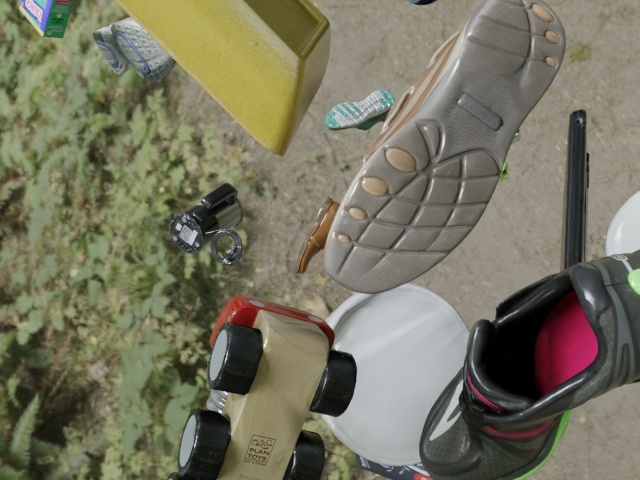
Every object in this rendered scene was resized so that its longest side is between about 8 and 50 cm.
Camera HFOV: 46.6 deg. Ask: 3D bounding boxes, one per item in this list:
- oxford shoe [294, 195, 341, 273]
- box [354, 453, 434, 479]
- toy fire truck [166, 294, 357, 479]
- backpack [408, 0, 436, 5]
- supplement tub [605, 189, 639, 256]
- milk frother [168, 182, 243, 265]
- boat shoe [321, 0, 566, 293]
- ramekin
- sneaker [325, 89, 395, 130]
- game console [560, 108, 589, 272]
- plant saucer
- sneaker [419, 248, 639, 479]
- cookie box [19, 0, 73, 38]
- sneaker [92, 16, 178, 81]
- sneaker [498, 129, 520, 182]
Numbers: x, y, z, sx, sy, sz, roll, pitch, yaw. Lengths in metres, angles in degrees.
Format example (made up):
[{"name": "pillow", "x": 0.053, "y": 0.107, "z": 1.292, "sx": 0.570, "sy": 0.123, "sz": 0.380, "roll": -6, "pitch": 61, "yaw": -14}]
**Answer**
[{"name": "oxford shoe", "x": 0.000, "y": 0.000, "z": 1.858, "sx": 0.076, "sy": 0.076, "sz": 0.212, "roll": 28, "pitch": 101, "yaw": -4}, {"name": "box", "x": 0.220, "y": 0.410, "z": 1.728, "sx": 0.312, "sy": 0.343, "sz": 0.179, "roll": 10, "pitch": 43, "yaw": 36}, {"name": "toy fire truck", "x": -0.063, "y": 0.156, "z": 0.729, "sx": 0.246, "sy": 0.158, "sz": 0.217, "roll": -137, "pitch": 65, "yaw": -68}, {"name": "backpack", "x": 0.198, "y": -0.535, "z": 1.377, "sx": 0.173, "sy": 0.158, "sz": 0.117, "roll": -44, "pitch": 37, "yaw": 17}, {"name": "supplement tub", "x": 0.657, "y": 0.039, "z": 1.269, "sx": 0.207, "sy": 0.338, "sz": 0.207, "roll": -23, "pitch": 58, "yaw": 42}, {"name": "milk frother", "x": -0.192, "y": -0.024, "z": 1.445, "sx": 0.129, "sy": 0.135, "sz": 0.143, "roll": -34, "pitch": 93, "yaw": 40}, {"name": "boat shoe", "x": 0.113, "y": -0.089, "z": 0.725, "sx": 0.324, "sy": 0.123, "sz": 0.116, "roll": -52, "pitch": 13, "yaw": -3}, {"name": "ramekin", "x": 0.102, "y": 0.203, "z": 1.164, "sx": 0.127, "sy": 0.272, "sz": 0.273, "roll": 163, "pitch": 121, "yaw": -70}, {"name": "sneaker", "x": 0.085, "y": -0.259, "z": 1.585, "sx": 0.166, "sy": 0.076, "sz": 0.065, "roll": -21, "pitch": 59, "yaw": -20}, {"name": "game console", "x": 0.516, "y": -0.015, "z": 1.491, "sx": 0.060, "sy": 0.342, "sz": 0.387, "roll": 2, "pitch": 65, "yaw": 16}, {"name": "plant saucer", "x": -0.108, "y": -0.283, "z": 0.837, "sx": 0.081, "sy": 0.333, "sz": 0.333, "roll": -39, "pitch": 15, "yaw": 23}, {"name": "sneaker", "x": 0.235, "y": 0.159, "z": 0.903, "sx": 0.483, "sy": 0.202, "sz": 0.185, "roll": 121, "pitch": 145, "yaw": -43}, {"name": "cookie box", "x": -0.436, "y": -0.395, "z": 1.192, "sx": 0.092, "sy": 0.040, "sz": 0.107, "roll": 46, "pitch": 125, "yaw": 27}, {"name": "sneaker", "x": -0.300, "y": -0.358, "z": 1.300, "sx": 0.129, "sy": 0.111, "sz": 0.297, "roll": -37, "pitch": 33, "yaw": -19}, {"name": "sneaker", "x": 0.419, "y": -0.178, "z": 2.000, "sx": 0.147, "sy": 0.145, "sz": 0.385, "roll": 15, "pitch": 75, "yaw": 29}]
